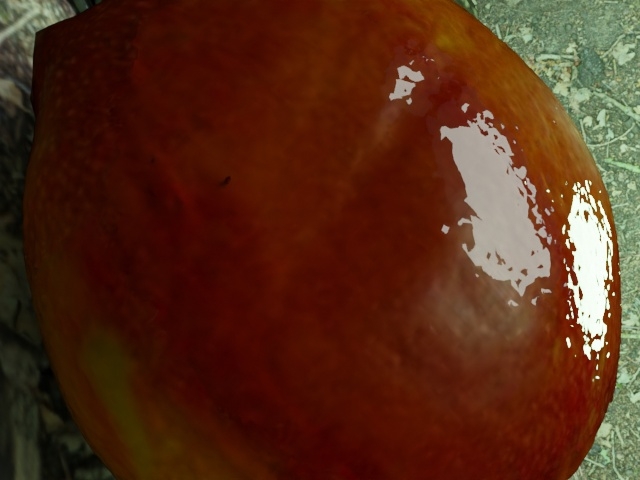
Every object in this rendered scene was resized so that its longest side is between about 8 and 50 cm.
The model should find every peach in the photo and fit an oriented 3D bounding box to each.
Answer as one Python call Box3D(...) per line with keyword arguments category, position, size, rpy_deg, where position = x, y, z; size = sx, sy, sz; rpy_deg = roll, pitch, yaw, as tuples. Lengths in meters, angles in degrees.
Box3D(category="peach", position=(0.000, 0.000, 0.453), size=(0.290, 0.373, 0.372), rpy_deg=(147, -76, -77))

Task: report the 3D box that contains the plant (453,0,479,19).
Box3D(category="plant", position=(0.078, -0.307, 1.065), size=(0.312, 0.213, 0.215), rpy_deg=(13, 61, -56))

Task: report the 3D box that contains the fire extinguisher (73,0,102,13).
Box3D(category="fire extinguisher", position=(-0.107, -0.161, 0.612), size=(0.093, 0.118, 0.294), rpy_deg=(38, -12, 50))
